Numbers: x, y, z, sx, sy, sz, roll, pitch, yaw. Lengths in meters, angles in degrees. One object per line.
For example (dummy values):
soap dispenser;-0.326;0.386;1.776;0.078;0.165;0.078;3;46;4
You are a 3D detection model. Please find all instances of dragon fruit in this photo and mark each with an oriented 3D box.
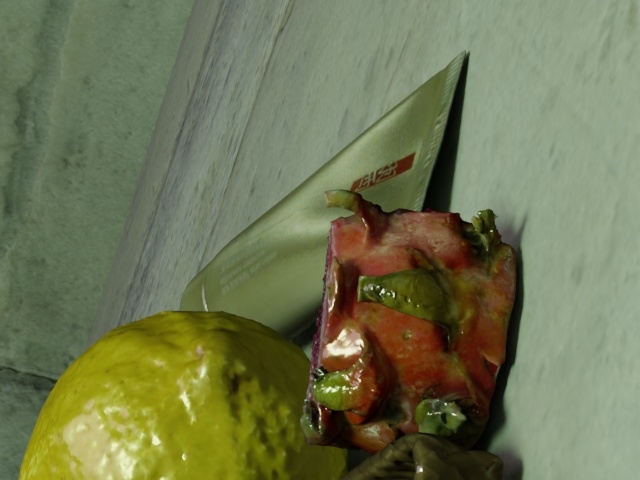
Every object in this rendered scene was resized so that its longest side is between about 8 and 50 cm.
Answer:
dragon fruit;0.038;0.059;0.788;0.096;0.102;0.147;-75;-4;-66

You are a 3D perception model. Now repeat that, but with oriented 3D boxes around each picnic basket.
picnic basket;0.035;0.165;0.778;0.193;0.054;0.110;132;147;-62

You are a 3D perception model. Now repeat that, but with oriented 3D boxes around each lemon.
lemon;-0.085;0.152;0.980;0.260;0.204;0.204;114;164;-44

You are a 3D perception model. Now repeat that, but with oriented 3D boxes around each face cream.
face cream;0.000;0.000;1.084;0.341;0.084;0.137;-40;27;57
